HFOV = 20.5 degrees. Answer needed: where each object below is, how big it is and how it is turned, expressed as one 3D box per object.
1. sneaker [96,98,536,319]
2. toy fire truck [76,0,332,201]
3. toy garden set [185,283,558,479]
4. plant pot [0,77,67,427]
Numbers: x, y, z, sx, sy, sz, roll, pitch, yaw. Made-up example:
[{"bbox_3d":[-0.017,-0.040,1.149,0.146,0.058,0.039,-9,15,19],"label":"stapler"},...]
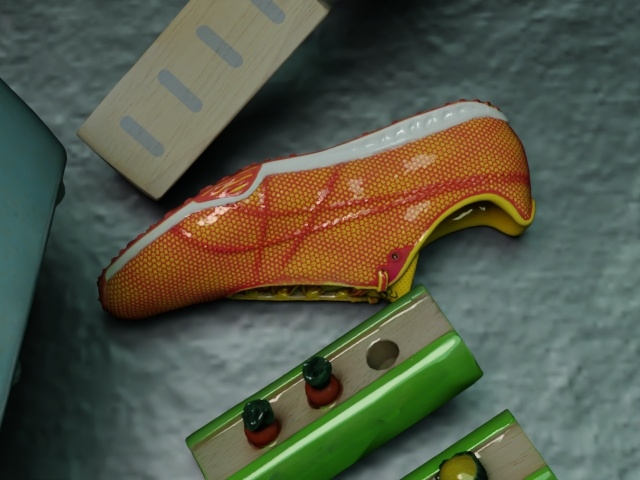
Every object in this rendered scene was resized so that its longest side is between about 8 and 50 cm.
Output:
[{"bbox_3d":[0.000,0.000,0.678,0.175,0.064,0.067,-19,81,-3],"label":"sneaker"},{"bbox_3d":[-0.032,-0.164,0.684,0.217,0.158,0.246,33,63,10],"label":"toy fire truck"},{"bbox_3d":[-0.001,0.143,0.583,0.204,0.049,0.244,-34,49,1],"label":"toy garden set"},{"bbox_3d":[-0.214,0.030,0.564,0.235,0.293,0.293,15,71,-9],"label":"plant pot"}]
